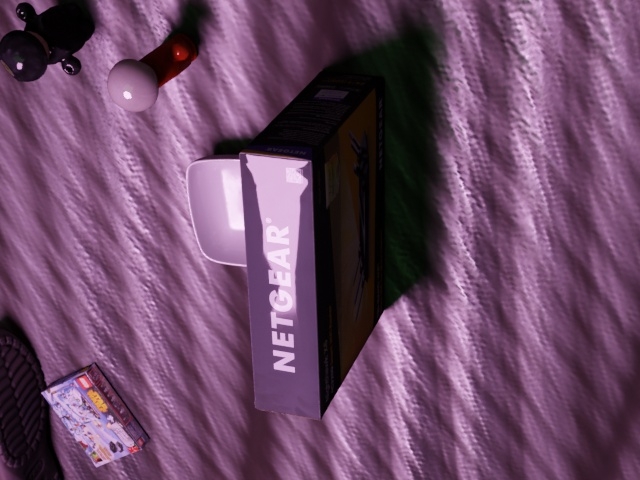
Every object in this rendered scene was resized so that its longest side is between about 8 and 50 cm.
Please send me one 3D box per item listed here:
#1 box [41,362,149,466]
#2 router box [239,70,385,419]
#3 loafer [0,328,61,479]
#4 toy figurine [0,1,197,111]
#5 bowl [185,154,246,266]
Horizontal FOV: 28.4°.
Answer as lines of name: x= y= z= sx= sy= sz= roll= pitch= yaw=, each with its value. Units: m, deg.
box: x=-0.314 y=0.245 z=1.765 sx=0.094 sy=0.027 sz=0.137 roll=-24 pitch=106 yaw=32
router box: x=0.000 y=0.000 z=1.384 sx=0.081 sy=0.243 sz=0.309 roll=8 pitch=120 yaw=18
loafer: x=-0.463 y=0.288 z=1.783 sx=0.130 sy=0.134 sz=0.366 roll=5 pitch=118 yaw=19
toy figurine: x=-0.242 y=-0.263 z=1.395 sx=0.213 sy=0.148 sz=0.209 roll=19 pitch=122 yaw=12
bowl: x=-0.083 y=-0.041 z=1.507 sx=0.142 sy=0.053 sz=0.142 roll=2 pitch=117 yaw=20
